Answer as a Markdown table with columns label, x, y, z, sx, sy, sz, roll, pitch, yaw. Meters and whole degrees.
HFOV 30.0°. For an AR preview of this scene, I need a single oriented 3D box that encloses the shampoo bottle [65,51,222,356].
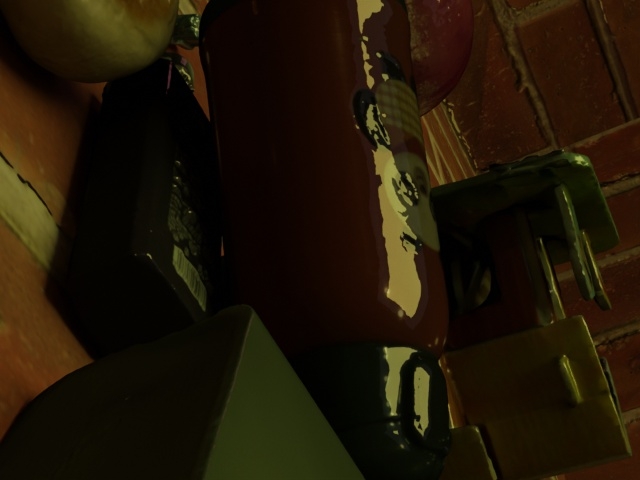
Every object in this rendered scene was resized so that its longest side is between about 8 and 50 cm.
| label | x | y | z | sx | sy | sz | roll | pitch | yaw |
| --- | --- | --- | --- | --- | --- | --- | --- | --- | --- |
| shampoo bottle | -0.106 | -0.040 | 0.789 | 0.309 | 0.071 | 0.098 | -93 | 157 | -54 |

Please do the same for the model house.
| label | x | y | z | sx | sy | sz | roll | pitch | yaw |
| --- | --- | --- | --- | --- | --- | --- | --- | --- | --- |
| model house | 0.114 | 0.163 | 0.914 | 0.340 | 0.300 | 0.324 | 44 | 33 | -62 |

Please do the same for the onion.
| label | x | y | z | sx | sy | sz | roll | pitch | yaw |
| --- | --- | --- | --- | --- | --- | --- | --- | --- | --- |
| onion | 0.078 | -0.314 | 1.518 | 0.358 | 0.345 | 0.358 | -178 | -90 | -75 |

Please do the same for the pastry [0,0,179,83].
| label | x | y | z | sx | sy | sz | roll | pitch | yaw |
| --- | --- | --- | --- | --- | --- | --- | --- | --- | --- |
| pastry | -0.151 | -0.176 | 0.744 | 0.156 | 0.092 | 0.156 | -10 | 90 | -70 |

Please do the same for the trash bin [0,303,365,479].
| label | x | y | z | sx | sy | sz | roll | pitch | yaw |
| --- | --- | --- | --- | --- | --- | --- | --- | --- | --- |
| trash bin | -0.014 | 0.225 | 0.545 | 0.223 | 0.158 | 0.343 | -77 | 143 | -69 |

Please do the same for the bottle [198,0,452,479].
| label | x | y | z | sx | sy | sz | roll | pitch | yaw |
| --- | --- | --- | --- | --- | --- | --- | --- | --- | --- |
| bottle | 0.006 | -0.002 | 0.753 | 0.144 | 0.144 | 0.336 | 42 | 37 | -63 |

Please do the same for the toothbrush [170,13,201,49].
| label | x | y | z | sx | sy | sz | roll | pitch | yaw |
| --- | --- | --- | --- | --- | --- | --- | --- | --- | --- |
| toothbrush | -0.170 | -0.199 | 0.893 | 0.386 | 0.040 | 0.040 | 18 | 51 | -70 |
